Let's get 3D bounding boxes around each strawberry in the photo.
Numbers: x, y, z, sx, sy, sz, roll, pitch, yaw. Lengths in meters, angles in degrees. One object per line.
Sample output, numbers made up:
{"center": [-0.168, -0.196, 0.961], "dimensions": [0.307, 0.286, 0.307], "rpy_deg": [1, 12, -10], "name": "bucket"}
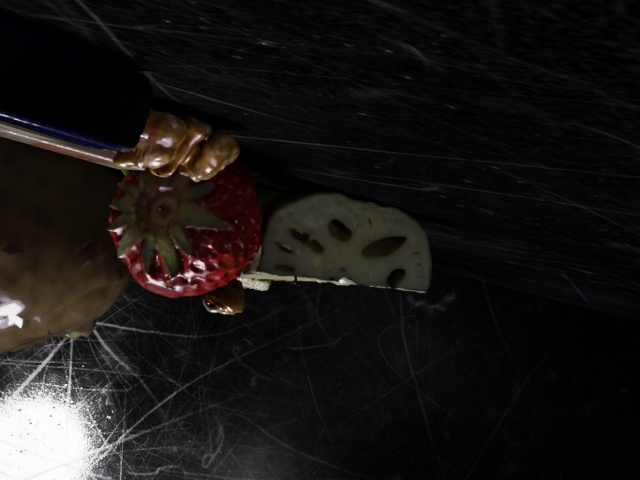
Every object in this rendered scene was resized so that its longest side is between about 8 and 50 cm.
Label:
{"center": [-0.157, -0.018, 1.336], "dimensions": [0.205, 0.205, 0.244], "rpy_deg": [14, 176, 21], "name": "strawberry"}

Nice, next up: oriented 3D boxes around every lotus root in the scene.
{"center": [0.008, 0.002, 1.579], "dimensions": [0.267, 0.149, 0.260], "rpy_deg": [8, 177, -16], "name": "lotus root"}

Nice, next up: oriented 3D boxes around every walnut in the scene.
{"center": [-0.166, -0.100, 1.044], "dimensions": [0.143, 0.069, 0.170], "rpy_deg": [14, -179, -35], "name": "walnut"}

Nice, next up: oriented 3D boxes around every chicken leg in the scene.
{"center": [-0.164, -0.008, 1.496], "dimensions": [0.107, 0.251, 0.087], "rpy_deg": [-19, 168, 16], "name": "chicken leg"}

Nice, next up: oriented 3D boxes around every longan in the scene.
{"center": [-0.468, -0.004, 1.552], "dimensions": [0.391, 0.391, 0.391], "rpy_deg": [14, 178, 0], "name": "longan"}

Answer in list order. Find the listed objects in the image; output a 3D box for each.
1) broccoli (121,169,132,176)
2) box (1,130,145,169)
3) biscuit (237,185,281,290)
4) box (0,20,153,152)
{"center": [-0.254, -0.076, 1.688], "dimensions": [0.145, 0.165, 0.304], "rpy_deg": [-18, -150, -28], "name": "broccoli"}
{"center": [-0.309, -0.136, 1.204], "dimensions": [0.201, 0.058, 0.141], "rpy_deg": [14, 178, -25], "name": "box"}
{"center": [-0.131, -0.012, 1.724], "dimensions": [0.121, 0.199, 0.040], "rpy_deg": [14, 141, -12], "name": "biscuit"}
{"center": [-0.279, -0.134, 0.847], "dimensions": [0.168, 0.071, 0.259], "rpy_deg": [16, 177, -44], "name": "box"}
